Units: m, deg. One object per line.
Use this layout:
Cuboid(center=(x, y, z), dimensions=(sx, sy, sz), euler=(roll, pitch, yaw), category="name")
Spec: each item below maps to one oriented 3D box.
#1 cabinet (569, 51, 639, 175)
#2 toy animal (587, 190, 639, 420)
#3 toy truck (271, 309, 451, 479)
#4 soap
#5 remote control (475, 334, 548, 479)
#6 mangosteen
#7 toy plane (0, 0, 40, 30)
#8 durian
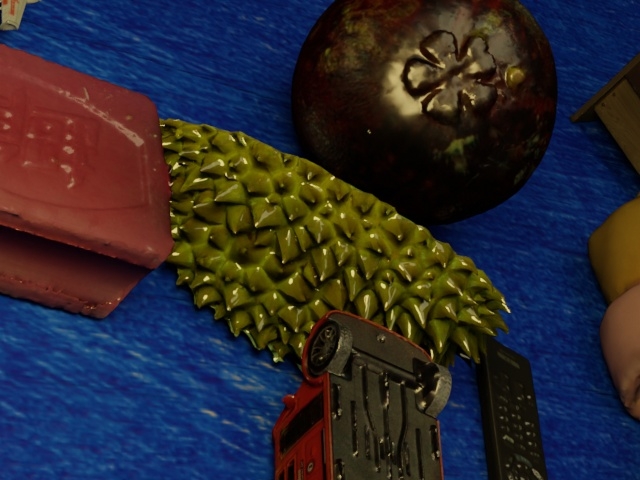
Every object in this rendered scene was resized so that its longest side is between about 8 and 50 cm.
Cuboid(center=(0.413, -0.131, 2.041), dimensions=(0.148, 0.215, 0.174), euler=(-7, 58, -51), category="cabinet")
Cuboid(center=(0.340, 0.059, 1.822), dimensions=(0.169, 0.195, 0.281), euler=(-2, 47, 4), category="toy animal")
Cuboid(center=(0.026, 0.177, 1.395), dimensions=(0.107, 0.114, 0.252), euler=(24, 40, -26), category="toy truck")
Cuboid(center=(-0.232, -0.048, 1.380), dimensions=(0.250, 0.099, 0.162), euler=(16, 51, -36), category="soap")
Cuboid(center=(0.162, 0.180, 1.614), dimensions=(0.063, 0.025, 0.245), euler=(28, 37, -25), category="remote control")
Cuboid(center=(0.091, -0.116, 1.723), dimensions=(0.231, 0.231, 0.289), euler=(52, -6, 10), category="mangosteen")
Cuboid(center=(-0.263, -0.228, 1.558), dimensions=(0.171, 0.065, 0.162), euler=(-6, 58, -52), category="toy plane")
Cuboid(center=(0.000, 0.000, 1.527), dimensions=(0.352, 0.158, 0.169), euler=(31, 24, -14), category="durian")
